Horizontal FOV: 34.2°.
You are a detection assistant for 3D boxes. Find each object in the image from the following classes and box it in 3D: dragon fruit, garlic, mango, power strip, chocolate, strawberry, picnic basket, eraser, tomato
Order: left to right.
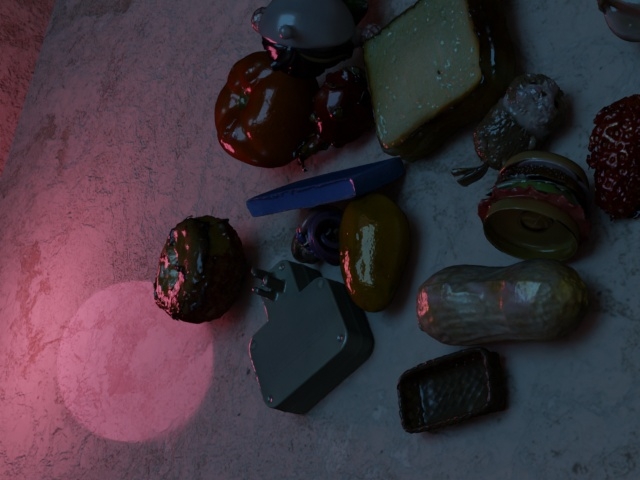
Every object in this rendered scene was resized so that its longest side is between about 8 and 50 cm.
[{"bbox_3d":[-0.107,-0.265,2.165,0.260,0.180,0.259,-29,51,43],"label":"tomato"},{"bbox_3d":[-0.047,0.152,1.916,0.229,0.141,0.261,-44,46,26],"label":"power strip"},{"bbox_3d":[0.006,-0.098,1.979,0.312,0.144,0.042,-9,101,48],"label":"eraser"},{"bbox_3d":[0.023,-0.231,2.043,0.246,0.125,0.125,-47,60,29],"label":"dragon fruit"},{"bbox_3d":[0.094,0.018,1.830,0.147,0.109,0.227,-29,52,37],"label":"mango"},{"bbox_3d":[0.205,0.237,1.625,0.193,0.055,0.110,-25,61,41],"label":"picnic basket"},{"bbox_3d":[0.261,0.093,1.569,0.309,0.134,0.134,-9,65,49],"label":"chocolate"},{"bbox_3d":[0.443,-0.127,1.505,0.121,0.082,0.188,5,73,49],"label":"strawberry"},{"bbox_3d":[0.507,-0.365,1.538,0.194,0.127,0.131,-4,40,17],"label":"garlic"}]

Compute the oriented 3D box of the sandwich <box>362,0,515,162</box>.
[{"bbox_3d":[0.208,-0.308,1.844,0.301,0.099,0.271,-33,58,45],"label":"sandwich"}]

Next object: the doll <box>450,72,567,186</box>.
[{"bbox_3d":[0.305,-0.167,1.671,0.221,0.105,0.115,-56,2,15],"label":"doll"}]

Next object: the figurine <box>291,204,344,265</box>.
[{"bbox_3d":[-0.001,-0.010,1.964,0.157,0.126,0.114,0,102,64],"label":"figurine"}]

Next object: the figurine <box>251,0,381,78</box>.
[{"bbox_3d":[0.000,-0.450,2.063,0.281,0.167,0.370,13,43,18],"label":"figurine"}]

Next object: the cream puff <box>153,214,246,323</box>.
[{"bbox_3d":[-0.246,0.061,2.185,0.240,0.164,0.240,-38,46,54],"label":"cream puff"}]

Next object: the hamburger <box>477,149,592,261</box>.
[{"bbox_3d":[0.328,-0.058,1.554,0.175,0.175,0.136,-13,46,47],"label":"hamburger"}]
